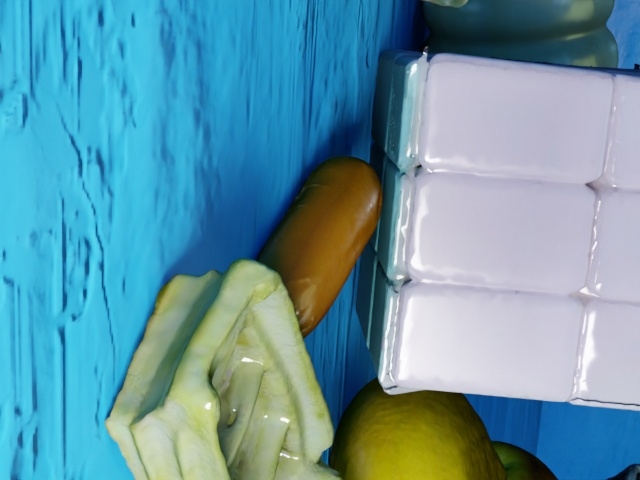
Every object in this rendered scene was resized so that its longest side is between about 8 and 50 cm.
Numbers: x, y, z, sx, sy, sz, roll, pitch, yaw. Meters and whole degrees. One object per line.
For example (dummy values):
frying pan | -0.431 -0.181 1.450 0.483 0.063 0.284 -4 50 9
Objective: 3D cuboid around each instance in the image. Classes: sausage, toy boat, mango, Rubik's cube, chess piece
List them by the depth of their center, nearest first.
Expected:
toy boat | -0.042 0.116 0.649 0.276 0.084 0.111 72 33 -52
sausage | 0.000 0.000 0.777 0.062 0.054 0.183 49 38 -13
Rubik's cube | 0.150 -0.020 0.884 0.231 0.221 0.225 -103 -162 -79
mango | 0.077 0.196 0.965 0.332 0.142 0.195 67 14 -64
chess piece | 0.164 -0.300 1.025 0.182 0.182 0.330 -46 135 -64

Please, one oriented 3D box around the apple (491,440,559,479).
apple | 0.190 0.317 1.362 0.196 0.196 0.196 8 90 -74

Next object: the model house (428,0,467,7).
model house | 0.078 -0.257 0.772 0.172 0.166 0.183 -45 158 -41

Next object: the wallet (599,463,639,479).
wallet | 0.142 0.336 1.032 0.342 0.075 0.237 -40 177 21
